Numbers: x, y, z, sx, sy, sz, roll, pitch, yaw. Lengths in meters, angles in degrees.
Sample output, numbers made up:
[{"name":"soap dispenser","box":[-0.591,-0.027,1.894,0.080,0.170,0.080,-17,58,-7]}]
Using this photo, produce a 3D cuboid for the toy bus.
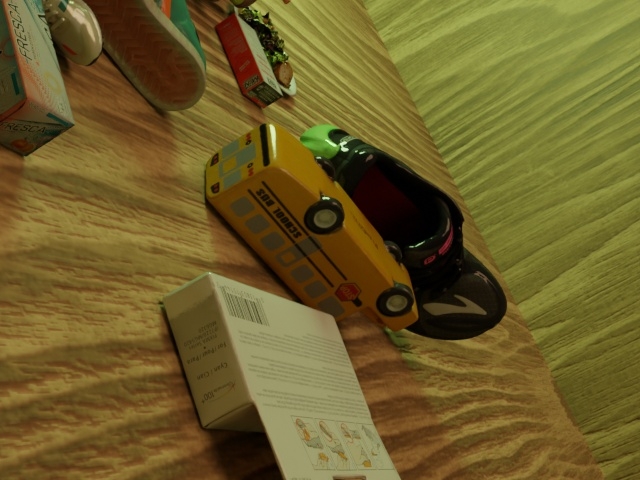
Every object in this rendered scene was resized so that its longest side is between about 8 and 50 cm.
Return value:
[{"name":"toy bus","box":[0.000,0.000,1.266,0.332,0.130,0.108,49,19,-35]}]

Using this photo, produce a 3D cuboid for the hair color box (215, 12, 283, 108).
[{"name":"hair color box","box":[-0.116,-0.291,1.570,0.072,0.043,0.141,29,34,-61]}]

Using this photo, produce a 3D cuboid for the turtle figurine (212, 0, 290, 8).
[{"name":"turtle figurine","box":[-0.158,-0.424,1.559,0.270,0.087,0.217,29,9,5]}]

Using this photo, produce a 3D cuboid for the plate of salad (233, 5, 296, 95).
[{"name":"plate of salad","box":[-0.091,-0.352,1.745,0.200,0.048,0.199,52,18,-26]}]

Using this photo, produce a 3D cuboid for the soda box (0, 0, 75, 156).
[{"name":"soda box","box":[-0.273,-0.167,0.848,0.063,0.058,0.183,32,33,-59]}]

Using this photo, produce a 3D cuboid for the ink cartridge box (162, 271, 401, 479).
[{"name":"ink cartridge box","box":[-0.023,0.181,1.000,0.296,0.066,0.261,27,37,-62]}]

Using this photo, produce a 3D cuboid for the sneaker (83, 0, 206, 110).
[{"name":"sneaker","box":[-0.232,-0.294,1.125,0.121,0.108,0.302,-99,163,-52]}]

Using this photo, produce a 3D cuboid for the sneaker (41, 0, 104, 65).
[{"name":"sneaker","box":[-0.285,-0.243,0.972,0.161,0.057,0.075,61,32,-4]}]

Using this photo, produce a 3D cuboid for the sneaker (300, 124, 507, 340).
[{"name":"sneaker","box":[0.136,0.018,1.476,0.483,0.185,0.202,39,-9,-33]}]
